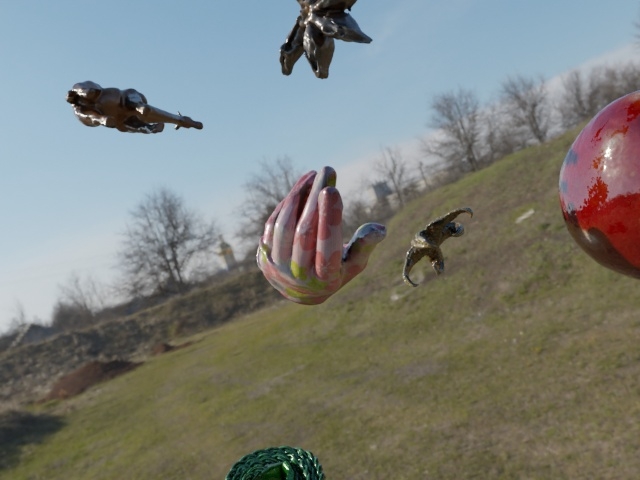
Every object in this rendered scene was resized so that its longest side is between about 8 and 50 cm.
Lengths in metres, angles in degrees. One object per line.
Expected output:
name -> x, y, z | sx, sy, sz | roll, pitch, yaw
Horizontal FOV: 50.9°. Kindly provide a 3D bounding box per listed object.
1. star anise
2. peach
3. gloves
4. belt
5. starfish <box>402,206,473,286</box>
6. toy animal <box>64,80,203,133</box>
star anise -> 0.000, -0.351, 1.018 | 0.172, 0.207, 0.063 | 10, 14, 36
peach -> 0.379, -0.060, 0.751 | 0.199, 0.243, 0.243 | -48, 10, -23
gloves -> -0.008, 0.008, 0.884 | 0.126, 0.145, 0.241 | -49, -13, -18
belt -> -0.046, 0.313, 0.782 | 0.121, 0.079, 0.151 | -14, 19, -13
starfish -> 0.237, 0.003, 1.380 | 0.146, 0.074, 0.189 | -9, -44, -43
toy animal -> -0.266, -0.190, 1.010 | 0.224, 0.066, 0.230 | 8, 8, -24
